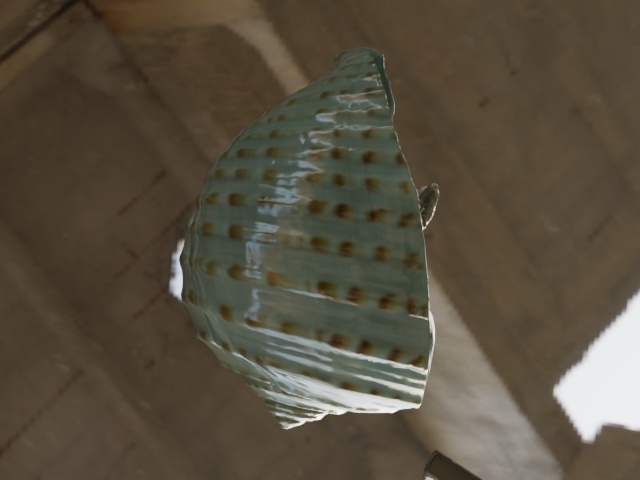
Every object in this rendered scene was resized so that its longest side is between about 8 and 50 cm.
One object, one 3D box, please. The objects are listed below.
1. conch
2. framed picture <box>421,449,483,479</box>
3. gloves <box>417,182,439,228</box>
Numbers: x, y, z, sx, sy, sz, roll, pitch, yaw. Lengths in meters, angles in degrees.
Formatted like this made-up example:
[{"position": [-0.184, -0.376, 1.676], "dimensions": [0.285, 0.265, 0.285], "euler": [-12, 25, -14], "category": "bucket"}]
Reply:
[{"position": [-0.015, 0.007, 1.330], "dimensions": [0.215, 0.303, 0.319], "euler": [-11, -82, -9], "category": "conch"}, {"position": [0.159, 0.209, 0.872], "dimensions": [0.250, 0.184, 0.016], "euler": [33, -107, 10], "category": "framed picture"}, {"position": [0.075, -0.027, 1.335], "dimensions": [0.044, 0.037, 0.081], "euler": [48, -127, 5], "category": "gloves"}]
